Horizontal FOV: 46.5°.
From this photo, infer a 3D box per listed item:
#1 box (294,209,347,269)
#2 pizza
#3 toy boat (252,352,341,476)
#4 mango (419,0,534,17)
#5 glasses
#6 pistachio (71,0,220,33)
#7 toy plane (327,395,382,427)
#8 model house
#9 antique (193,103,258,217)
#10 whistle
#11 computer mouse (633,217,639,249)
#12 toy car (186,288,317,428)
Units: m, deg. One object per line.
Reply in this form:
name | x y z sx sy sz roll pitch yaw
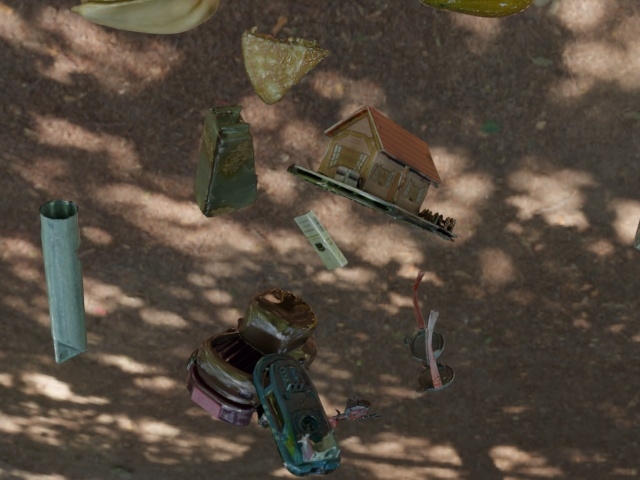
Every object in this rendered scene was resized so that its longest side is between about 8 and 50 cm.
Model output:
box | 0.000 0.000 1.936 0.167 0.024 0.090 55 157 -9
pizza | -0.075 -0.412 1.697 0.198 0.062 0.188 -10 123 6
toy boat | -0.043 0.331 1.524 0.134 0.299 0.092 2 130 -28
mango | 0.282 -0.494 1.353 0.254 0.176 0.139 4 149 -8
glasses | 0.262 0.238 1.951 0.118 0.234 0.268 -15 123 7
pistachio | -0.343 -0.527 1.487 0.321 0.229 0.238 -15 -165 -21
toy plane | 0.075 0.417 1.801 0.145 0.037 0.060 -24 115 26
model house | 0.121 -0.118 1.241 0.207 0.154 0.293 24 -177 41
antique | -0.224 -0.196 1.783 0.150 0.125 0.284 -14 146 -20
whistle | -0.426 0.078 1.244 0.062 0.062 0.312 8 123 -1
computer mouse | 0.661 -0.079 1.353 0.082 0.236 0.145 38 173 -3
toy car | -0.150 0.269 1.791 0.271 0.340 0.240 31 122 21
